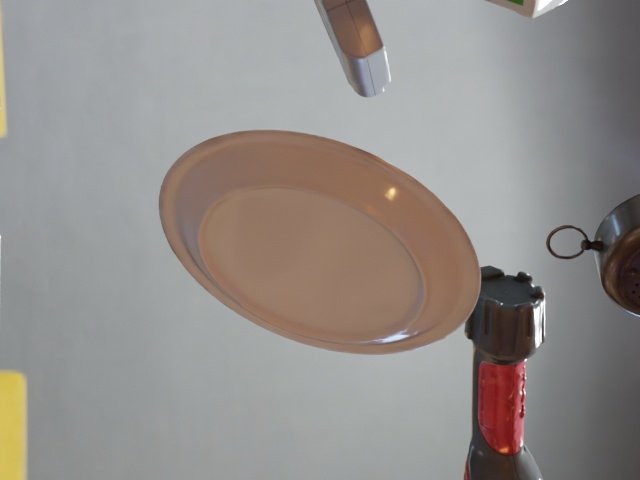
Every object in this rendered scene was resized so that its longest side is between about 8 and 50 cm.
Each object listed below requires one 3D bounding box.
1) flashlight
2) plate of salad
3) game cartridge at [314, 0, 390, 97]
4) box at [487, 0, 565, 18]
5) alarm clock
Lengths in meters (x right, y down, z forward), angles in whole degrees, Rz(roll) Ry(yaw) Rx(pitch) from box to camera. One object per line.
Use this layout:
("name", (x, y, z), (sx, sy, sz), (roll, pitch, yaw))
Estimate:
("flashlight", (0.198, 0.187, 1.353), (0.103, 0.103, 0.304), (-50, 144, -56))
("plate of salad", (0.000, 0.000, 0.764), (0.200, 0.199, 0.048), (91, 15, -50))
("game cartridge", (0.005, -0.325, 1.497), (0.196, 0.060, 0.294), (78, -10, -79))
("box", (0.124, -0.206, 0.808), (0.102, 0.101, 0.087), (-31, 137, -42))
("alarm clock", (0.307, 0.014, 1.198), (0.064, 0.192, 0.129), (-84, -177, -50))
